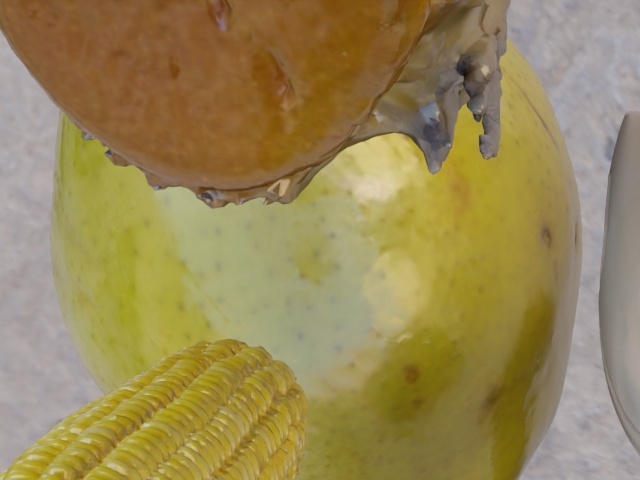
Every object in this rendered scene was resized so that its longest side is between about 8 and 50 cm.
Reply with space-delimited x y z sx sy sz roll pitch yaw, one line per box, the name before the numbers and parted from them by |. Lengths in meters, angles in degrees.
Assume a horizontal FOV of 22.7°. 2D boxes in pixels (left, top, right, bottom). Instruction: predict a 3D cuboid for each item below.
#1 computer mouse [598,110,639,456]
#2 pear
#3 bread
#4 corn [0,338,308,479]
computer mouse | 0.177 0.002 0.588 0.145 0.082 0.236 5 42 12
pear | 0.000 0.000 1.053 0.362 0.362 0.418 -27 98 19
bread | -0.039 -0.187 0.607 0.236 0.389 0.183 17 42 30
corn | -0.066 0.095 0.552 0.081 0.248 0.081 3 101 13
